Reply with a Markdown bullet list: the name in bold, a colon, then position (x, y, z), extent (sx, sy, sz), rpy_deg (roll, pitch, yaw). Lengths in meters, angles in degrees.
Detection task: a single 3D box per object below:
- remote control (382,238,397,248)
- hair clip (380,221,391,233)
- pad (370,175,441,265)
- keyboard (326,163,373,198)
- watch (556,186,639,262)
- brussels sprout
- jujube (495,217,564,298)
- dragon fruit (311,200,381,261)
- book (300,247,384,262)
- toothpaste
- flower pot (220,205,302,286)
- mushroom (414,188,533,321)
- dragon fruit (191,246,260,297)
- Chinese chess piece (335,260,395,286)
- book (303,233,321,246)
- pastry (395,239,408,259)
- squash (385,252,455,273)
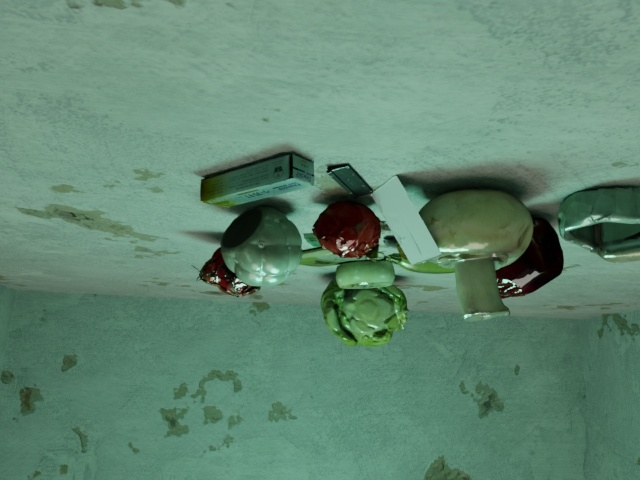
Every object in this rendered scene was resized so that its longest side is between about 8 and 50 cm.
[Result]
- **remote control**: position (0.337, 0.017, 1.860), extent (0.229, 0.044, 0.073), rpy_deg (10, -162, -8)
- **hair clip**: position (0.155, -0.031, 1.726), extent (0.072, 0.034, 0.226), rpy_deg (14, 163, -26)
- **pad**: position (0.218, -0.045, 1.347), extent (0.004, 0.232, 0.156), rpy_deg (-29, 178, -24)
- **keyboard**: position (0.078, -0.149, 1.322), extent (0.060, 0.018, 0.195), rpy_deg (-12, 161, 21)
- **watch**: position (0.766, -0.056, 1.370), extent (0.241, 0.161, 0.253), rpy_deg (29, 150, -34)
- **brussels sprout**: position (0.203, 0.350, 2.559), extent (0.425, 0.342, 0.361), rpy_deg (5, 164, -9)
- **jujube**: position (0.582, 0.058, 1.626), extent (0.258, 0.258, 0.377), rpy_deg (8, 171, -20)
- **dragon fruit**: position (0.080, -0.029, 1.476), extent (0.210, 0.172, 0.172), rpy_deg (20, 168, 9)
- **book**: position (0.054, 0.070, 2.121), extent (0.352, 0.035, 0.239), rpy_deg (-12, 163, 43)
- **toothpaste**: position (-0.161, -0.144, 1.280), extent (0.313, 0.071, 0.089), rpy_deg (-9, 165, 36)
- **flower pot**: position (-0.172, 0.021, 1.567), extent (0.246, 0.246, 0.195), rpy_deg (-11, 135, 41)
- **mushroom**: position (0.403, 0.035, 1.360), extent (0.314, 0.336, 0.314), rpy_deg (-5, 163, -2)
- **dragon fruit**: position (-0.323, 0.094, 1.913), extent (0.293, 0.233, 0.234), rpy_deg (7, 165, -33)
- **Chinese chess piece**: position (0.188, 0.146, 2.202), extent (0.250, 0.101, 0.250), rpy_deg (-3, 171, -1)
- **book**: position (0.000, 0.000, 1.893), extent (0.103, 0.017, 0.135), rpy_deg (-2, 164, 15)
- **pastry**: position (0.356, 0.009, 1.716), extent (0.218, 0.100, 0.229), rpy_deg (-6, 165, 27)
- **squash**: position (0.404, 0.083, 2.023), extent (0.341, 0.094, 0.094), rpy_deg (3, 165, -15)
